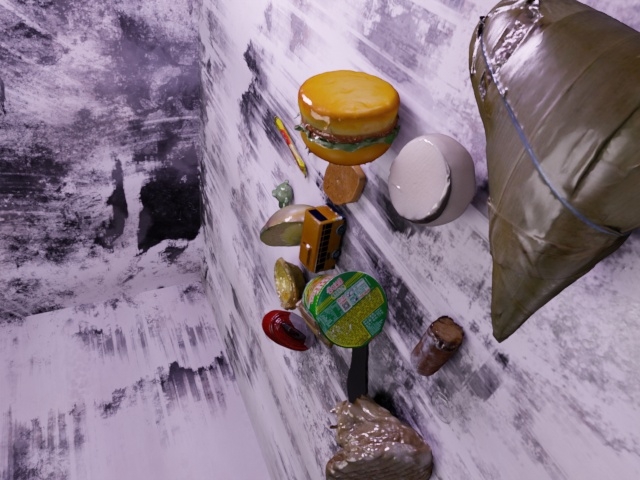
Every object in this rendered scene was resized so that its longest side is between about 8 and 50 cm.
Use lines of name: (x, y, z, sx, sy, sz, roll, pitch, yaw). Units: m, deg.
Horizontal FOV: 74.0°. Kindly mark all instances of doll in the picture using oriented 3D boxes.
doll: (-0.149, -0.164, 1.610, 0.150, 0.077, 0.115, 128, 138, -71)

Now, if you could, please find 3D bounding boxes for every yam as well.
yam: (0.251, 0.233, 0.929, 0.079, 0.079, 0.141, 60, 150, 34)

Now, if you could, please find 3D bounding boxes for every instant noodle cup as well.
instant noodle cup: (0.048, 0.182, 1.210, 0.232, 0.206, 0.207, 180, 81, -70)

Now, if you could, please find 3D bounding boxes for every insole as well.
insole: (0.118, 0.421, 1.348, 0.110, 0.012, 0.310, 37, 132, 56)

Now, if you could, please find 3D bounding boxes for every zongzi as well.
zongzi: (0.273, -0.107, 0.590, 0.393, 0.174, 0.356, -59, 44, 38)

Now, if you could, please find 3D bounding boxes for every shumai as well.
shumai: (0.160, 0.536, 1.166, 0.314, 0.267, 0.263, -40, 28, 31)

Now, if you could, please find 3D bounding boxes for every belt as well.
belt: (-0.117, 0.342, 1.613, 0.128, 0.200, 0.124, -63, 19, -16)

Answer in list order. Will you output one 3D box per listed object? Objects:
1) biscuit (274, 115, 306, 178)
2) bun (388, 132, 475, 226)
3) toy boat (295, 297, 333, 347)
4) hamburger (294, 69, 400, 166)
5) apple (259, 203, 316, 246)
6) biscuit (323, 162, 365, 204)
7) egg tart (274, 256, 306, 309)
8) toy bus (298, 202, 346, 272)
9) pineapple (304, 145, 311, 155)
biscuit: (-0.103, -0.334, 1.495, 0.048, 0.026, 0.292, 83, 163, -57)
bun: (0.223, -0.113, 0.803, 0.172, 0.119, 0.173, 12, 104, 58)
toy boat: (-0.009, 0.255, 1.436, 0.115, 0.089, 0.310, 59, 170, -28)
hamburger: (0.058, -0.261, 0.954, 0.170, 0.245, 0.246, 91, 154, -47)
apple: (-0.109, -0.057, 1.440, 0.265, 0.193, 0.120, 136, 130, -62)
biscuit: (0.063, -0.173, 1.210, 0.220, 0.028, 0.142, -11, 91, 65)
egg tart: (-0.119, 0.166, 1.647, 0.212, 0.090, 0.213, 29, 124, 57)
toy bus: (0.000, 0.000, 1.300, 0.098, 0.114, 0.201, 44, 136, 39)
pineapple: (-0.023, -0.322, 1.320, 0.124, 0.058, 0.058, 92, 155, -55)
